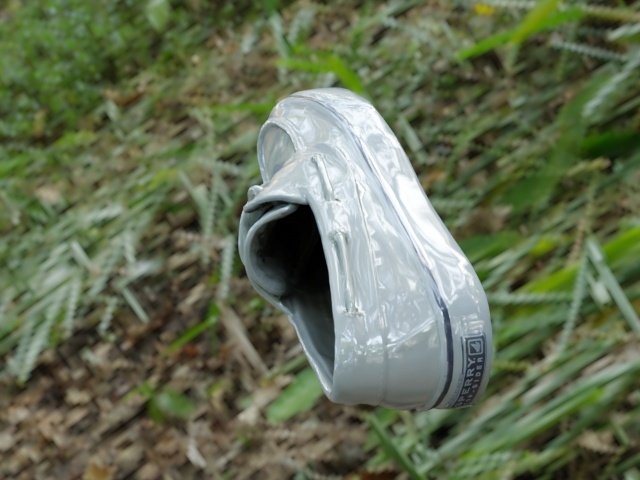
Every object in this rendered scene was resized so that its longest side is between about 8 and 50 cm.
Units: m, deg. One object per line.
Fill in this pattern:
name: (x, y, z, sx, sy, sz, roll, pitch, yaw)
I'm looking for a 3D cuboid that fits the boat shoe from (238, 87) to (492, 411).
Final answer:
boat shoe: (0.000, 0.000, 0.811, 0.088, 0.096, 0.267, -3, 36, -19)
